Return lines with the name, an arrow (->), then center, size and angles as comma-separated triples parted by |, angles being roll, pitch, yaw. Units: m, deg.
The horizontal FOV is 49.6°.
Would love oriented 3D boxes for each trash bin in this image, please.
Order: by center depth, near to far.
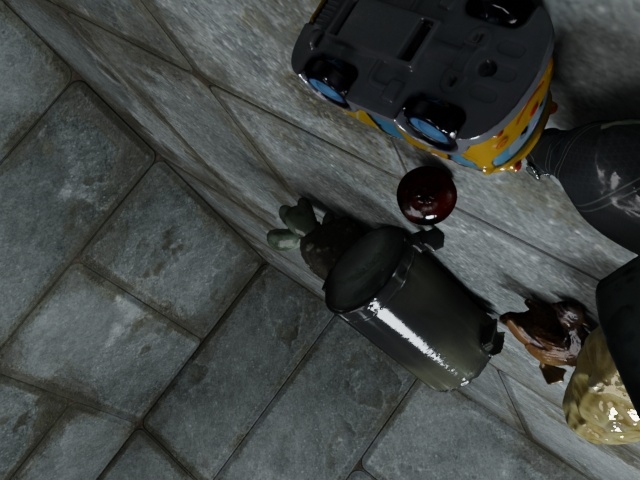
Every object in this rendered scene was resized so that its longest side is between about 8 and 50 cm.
trash bin -> 0.180, 0.139, 1.363 | 0.301, 0.203, 0.252 | 40, 146, -25

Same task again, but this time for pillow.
pillow -> 0.306, -0.006, 0.519 | 0.335, 0.092, 0.161 | 33, 174, 29

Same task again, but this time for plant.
plant -> 0.002, -0.001, 1.544 | 0.274, 0.146, 0.149 | 31, 150, 42

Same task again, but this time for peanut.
peanut -> 0.406, 0.200, 0.936 | 0.140, 0.153, 0.325 | 44, 164, 26

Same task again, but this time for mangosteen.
mangosteen -> 0.140, -0.058, 0.921 | 0.081, 0.081, 0.081 | 36, 171, 7

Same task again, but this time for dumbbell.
dumbbell -> 0.181, 0.000, 1.182 | 0.040, 0.036, 0.083 | 38, 171, -8

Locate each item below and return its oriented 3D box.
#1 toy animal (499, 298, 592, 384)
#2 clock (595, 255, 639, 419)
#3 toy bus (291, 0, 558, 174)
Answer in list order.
toy animal -> 0.356, 0.138, 1.101 | 0.188, 0.089, 0.179 | 29, 152, 42
clock -> 0.358, 0.158, 0.616 | 0.325, 0.067, 0.325 | 39, -148, -31
toy bus -> 0.094, -0.137, 0.579 | 0.209, 0.126, 0.136 | 30, 177, 33
